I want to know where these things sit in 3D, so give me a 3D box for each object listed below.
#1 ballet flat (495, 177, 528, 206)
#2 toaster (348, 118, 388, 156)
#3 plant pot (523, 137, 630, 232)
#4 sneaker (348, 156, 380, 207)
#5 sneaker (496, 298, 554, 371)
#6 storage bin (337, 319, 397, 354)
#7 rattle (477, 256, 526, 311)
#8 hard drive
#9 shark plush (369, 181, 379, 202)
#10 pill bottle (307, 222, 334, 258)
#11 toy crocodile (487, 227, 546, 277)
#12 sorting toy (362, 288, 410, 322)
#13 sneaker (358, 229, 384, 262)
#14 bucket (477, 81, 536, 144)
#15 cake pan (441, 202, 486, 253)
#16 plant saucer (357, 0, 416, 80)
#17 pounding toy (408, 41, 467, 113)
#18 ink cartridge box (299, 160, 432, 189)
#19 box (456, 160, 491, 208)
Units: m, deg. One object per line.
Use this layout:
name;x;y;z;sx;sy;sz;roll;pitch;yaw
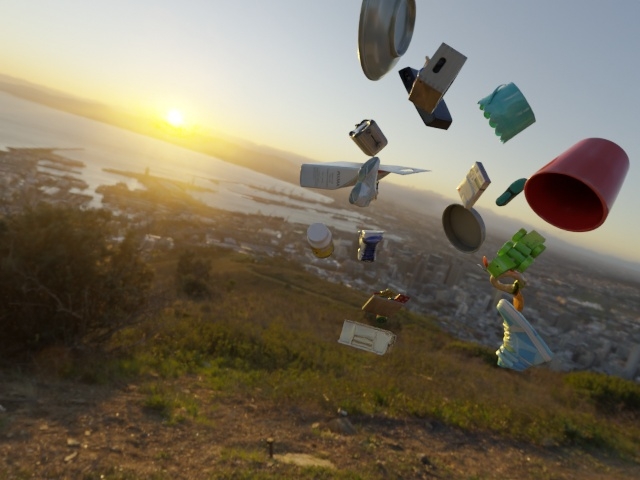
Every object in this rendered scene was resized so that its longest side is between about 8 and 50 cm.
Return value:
ballet flat;1.077;-0.271;2.286;0.068;0.213;0.072;-2;54;-46
toaster;0.229;-0.494;1.968;0.146;0.129;0.227;48;2;-19
plant pot;0.896;-0.206;1.402;0.275;0.243;0.275;42;-16;15
sneaker;0.136;-0.166;1.167;0.061;0.152;0.053;21;6;-33
sneaker;0.799;0.419;1.716;0.319;0.208;0.127;52;17;0
storage bin;0.257;0.516;2.163;0.260;0.123;0.262;13;-10;19
rattle;0.707;0.173;1.611;0.199;0.143;0.130;35;-21;-15
hard drive;0.403;-0.542;1.547;0.171;0.255;0.054;-6;-22;-43
shark plush;0.295;-0.280;2.358;0.073;0.161;0.067;-33;71;-25
pill bottle;0.000;0.000;1.987;0.119;0.119;0.208;19;-19;17
toy crocodile;0.747;0.047;1.533;0.340;0.105;0.115;-28;62;-38
sorting toy;0.262;0.259;1.698;0.132;0.275;0.046;16;54;-9
sneaker;0.283;0.035;2.305;0.127;0.183;0.315;1;-1;-2
bucket;0.948;-0.652;2.079;0.281;0.183;0.281;45;27;-30
cake pan;0.787;-0.072;2.228;0.054;0.293;0.293;-22;26;-21
plant saucer;0.264;-0.786;1.483;0.100;0.401;0.400;20;10;23
pounding toy;0.279;-0.410;1.002;0.100;0.141;0.130;35;-6;5
ink cartridge box;0.167;-0.226;1.464;0.384;0.091;0.308;13;17;30
box;0.746;-0.268;1.990;0.038;0.186;0.145;7;49;-15
